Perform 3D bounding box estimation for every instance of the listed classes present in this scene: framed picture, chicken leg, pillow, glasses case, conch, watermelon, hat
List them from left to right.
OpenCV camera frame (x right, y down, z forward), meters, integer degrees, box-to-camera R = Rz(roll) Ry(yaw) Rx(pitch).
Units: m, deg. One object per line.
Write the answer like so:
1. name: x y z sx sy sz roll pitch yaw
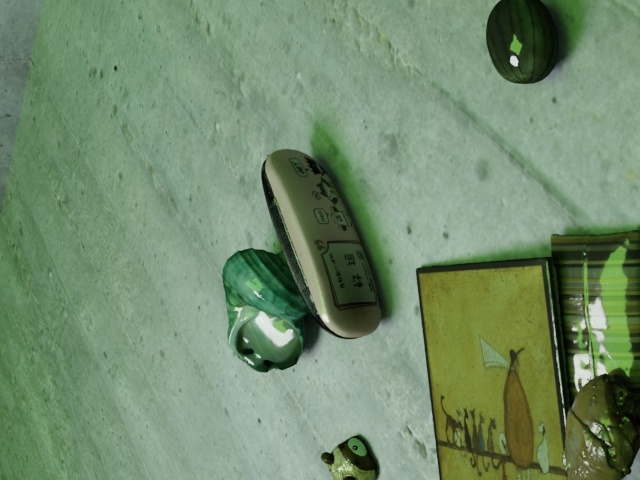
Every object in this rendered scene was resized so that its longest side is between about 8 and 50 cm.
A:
1. conch: -0.074 0.091 1.252 0.196 0.134 0.202 41 131 -11
2. glasses case: 0.000 0.000 1.151 0.075 0.122 0.314 -39 63 40
3. hat: 0.042 0.349 1.188 0.077 0.059 0.076 57 139 24
4. framed picture: 0.212 0.194 0.960 0.255 0.014 0.338 -8 87 61
5. watermelon: 0.227 -0.230 0.877 0.078 0.078 0.110 -29 71 49
6. chicken leg: 0.280 0.238 0.801 0.085 0.069 0.197 28 111 54
7. pillow: 0.303 0.091 0.846 0.113 0.038 0.203 -5 90 51
